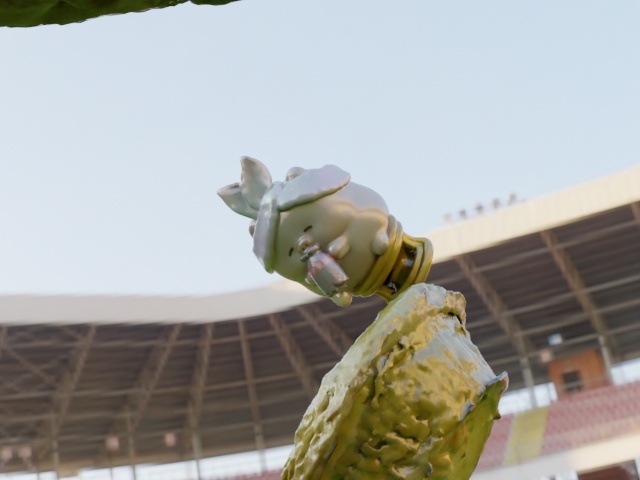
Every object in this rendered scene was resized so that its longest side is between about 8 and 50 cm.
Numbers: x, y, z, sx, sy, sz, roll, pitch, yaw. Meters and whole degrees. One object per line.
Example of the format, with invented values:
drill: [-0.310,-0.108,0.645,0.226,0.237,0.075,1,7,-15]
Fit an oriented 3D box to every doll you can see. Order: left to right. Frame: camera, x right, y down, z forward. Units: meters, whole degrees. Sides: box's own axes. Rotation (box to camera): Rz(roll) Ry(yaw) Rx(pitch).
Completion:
doll: [0.000,0.000,0.694,0.127,0.084,0.073,25,-56,-14]

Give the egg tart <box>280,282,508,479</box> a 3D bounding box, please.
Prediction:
egg tart: [0.045,0.113,0.683,0.074,0.191,0.191,29,-11,21]

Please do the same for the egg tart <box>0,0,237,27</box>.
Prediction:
egg tart: [-0.079,-0.208,0.443,0.297,0.132,0.297,-5,-38,-4]
